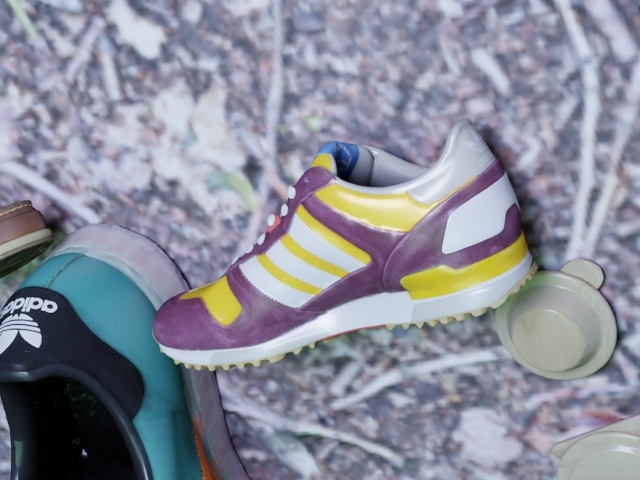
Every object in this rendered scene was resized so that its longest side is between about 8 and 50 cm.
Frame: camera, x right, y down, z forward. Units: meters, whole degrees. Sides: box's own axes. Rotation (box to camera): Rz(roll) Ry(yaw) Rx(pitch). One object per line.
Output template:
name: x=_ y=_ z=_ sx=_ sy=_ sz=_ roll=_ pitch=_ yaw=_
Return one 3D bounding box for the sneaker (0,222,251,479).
sneaker: x=-0.088 y=0.150 z=0.794 sx=0.108 sy=0.121 sz=0.302 roll=-10 pitch=114 yaw=29

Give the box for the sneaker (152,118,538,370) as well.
sneaker: x=0.000 y=0.000 z=0.706 sx=0.185 sy=0.069 sz=0.084 roll=-14 pitch=103 yaw=24

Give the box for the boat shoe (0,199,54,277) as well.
boat shoe: x=-0.207 y=0.004 z=0.797 sx=0.178 sy=0.064 sz=0.060 roll=-15 pitch=93 yaw=37

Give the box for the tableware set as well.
tableware set: x=0.152 y=0.064 z=0.696 sx=0.141 sy=0.020 sz=0.169 roll=-14 pitch=112 yaw=30
